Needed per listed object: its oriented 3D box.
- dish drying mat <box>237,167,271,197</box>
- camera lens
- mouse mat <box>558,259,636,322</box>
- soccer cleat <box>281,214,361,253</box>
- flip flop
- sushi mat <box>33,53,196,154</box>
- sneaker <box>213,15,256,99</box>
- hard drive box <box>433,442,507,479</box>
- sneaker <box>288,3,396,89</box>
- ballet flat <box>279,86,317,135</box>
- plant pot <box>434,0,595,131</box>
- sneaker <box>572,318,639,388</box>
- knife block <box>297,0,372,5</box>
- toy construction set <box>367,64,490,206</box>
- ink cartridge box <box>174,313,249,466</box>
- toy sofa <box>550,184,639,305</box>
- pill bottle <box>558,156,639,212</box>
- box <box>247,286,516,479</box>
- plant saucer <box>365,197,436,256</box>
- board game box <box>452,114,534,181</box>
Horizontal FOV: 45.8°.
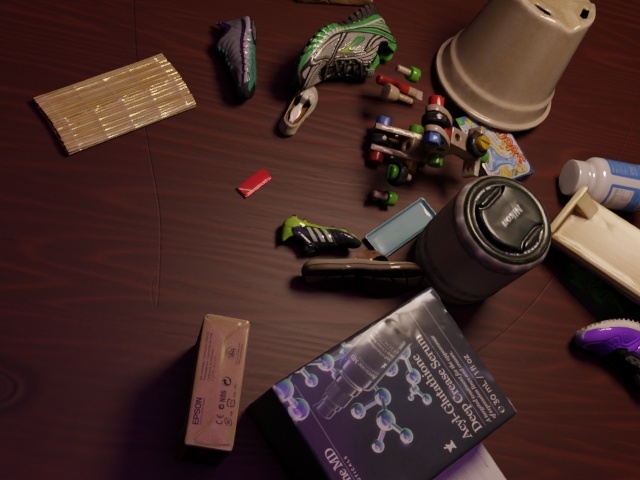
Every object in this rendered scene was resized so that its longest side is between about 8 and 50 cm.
[{"bbox_3d":[-0.146,-0.128,1.684,0.032,0.008,0.083,46,61,6],"label":"dish drying mat"},{"bbox_3d":[0.344,0.004,1.639,0.219,0.274,0.219,7,64,-15],"label":"camera lens"},{"bbox_3d":[0.685,0.115,1.859,0.189,0.007,0.152,46,61,6],"label":"mouse mat"},{"bbox_3d":[0.000,0.000,1.653,0.179,0.060,0.072,15,72,-5],"label":"soccer cleat"},{"bbox_3d":[0.094,0.060,1.637,0.277,0.112,0.080,4,51,-11],"label":"flip flop"},{"bbox_3d":[-0.441,-0.302,1.655,0.316,0.019,0.151,-28,77,-28],"label":"sushi mat"},{"bbox_3d":[-0.202,-0.421,1.773,0.098,0.083,0.223,-4,64,5],"label":"sneaker"},{"bbox_3d":[0.257,0.523,1.482,0.232,0.089,0.181,-28,78,-27],"label":"hard drive box"},{"bbox_3d":[0.063,-0.447,1.823,0.343,0.134,0.146,-37,84,-32],"label":"sneaker"},{"bbox_3d":[-0.044,-0.314,1.777,0.057,0.052,0.168,27,61,-4],"label":"ballet flat"},{"bbox_3d":[0.500,-0.496,1.875,0.334,0.305,0.334,10,56,-15],"label":"plant pot"},{"bbox_3d":[0.726,0.270,1.748,0.293,0.102,0.146,9,65,-15],"label":"sneaker"},{"bbox_3d":[0.030,-0.693,1.865,0.276,0.242,0.088,-2,69,-20],"label":"knife block"},{"bbox_3d":[0.261,-0.254,1.787,0.237,0.257,0.309,14,51,-31],"label":"toy construction set"},{"bbox_3d":[-0.197,0.276,1.378,0.088,0.193,0.234,11,63,-12],"label":"ink cartridge box"},{"bbox_3d":[0.711,0.046,1.787,0.362,0.177,0.150,37,82,19],"label":"toy sofa"},{"bbox_3d":[0.726,-0.144,1.922,0.221,0.124,0.124,9,64,-15],"label":"pill bottle"},{"bbox_3d":[0.113,0.324,1.453,0.395,0.212,0.293,-29,79,-27],"label":"box"},{"bbox_3d":[0.188,-0.028,1.748,0.192,0.018,0.067,-33,80,-29],"label":"plant saucer"},{"bbox_3d":[0.433,-0.231,1.912,0.136,0.035,0.201,-20,74,-26],"label":"board game box"}]
